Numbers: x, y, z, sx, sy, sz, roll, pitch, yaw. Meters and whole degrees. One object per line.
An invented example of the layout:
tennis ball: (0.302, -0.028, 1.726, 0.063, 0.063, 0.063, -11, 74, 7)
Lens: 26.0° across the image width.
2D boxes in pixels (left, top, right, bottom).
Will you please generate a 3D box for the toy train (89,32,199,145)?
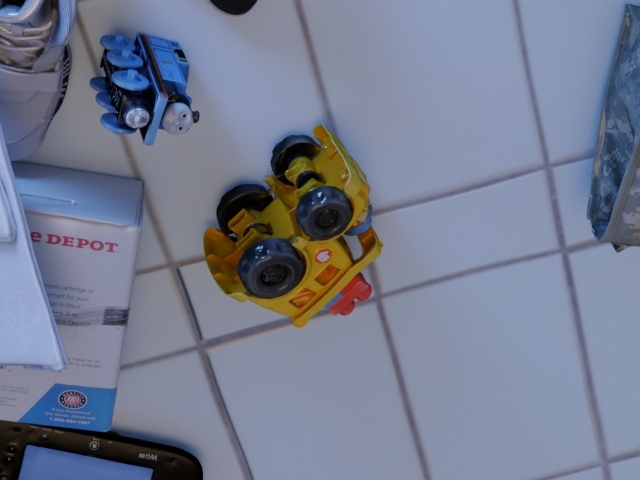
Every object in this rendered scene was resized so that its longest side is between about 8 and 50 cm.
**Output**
toy train: (-0.197, -0.173, 1.565, 0.105, 0.184, 0.080, 8, 118, -22)

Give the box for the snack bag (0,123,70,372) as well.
snack bag: (-0.458, 0.002, 1.593, 0.323, 0.037, 0.342, -3, 108, 31)

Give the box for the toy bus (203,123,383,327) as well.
toy bus: (0.000, 0.000, 1.710, 0.220, 0.149, 0.211, -44, 127, 15)

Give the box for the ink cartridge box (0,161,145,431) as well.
ink cartridge box: (-0.347, 0.068, 1.713, 0.223, 0.129, 0.307, 9, 119, -8)

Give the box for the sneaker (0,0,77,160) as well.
sneaker: (-0.336, -0.224, 1.502, 0.137, 0.210, 0.365, 10, 118, -10)

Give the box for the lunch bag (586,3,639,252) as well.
lunch bag: (0.460, -0.117, 1.664, 0.235, 0.169, 0.287, 5, 114, -8)

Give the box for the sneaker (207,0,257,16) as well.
sneaker: (-0.091, -0.323, 1.508, 0.084, 0.097, 0.234, 6, 139, -7)

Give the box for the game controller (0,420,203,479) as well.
game controller: (-0.326, 0.332, 1.902, 0.319, 0.067, 0.166, 13, 117, -13)
